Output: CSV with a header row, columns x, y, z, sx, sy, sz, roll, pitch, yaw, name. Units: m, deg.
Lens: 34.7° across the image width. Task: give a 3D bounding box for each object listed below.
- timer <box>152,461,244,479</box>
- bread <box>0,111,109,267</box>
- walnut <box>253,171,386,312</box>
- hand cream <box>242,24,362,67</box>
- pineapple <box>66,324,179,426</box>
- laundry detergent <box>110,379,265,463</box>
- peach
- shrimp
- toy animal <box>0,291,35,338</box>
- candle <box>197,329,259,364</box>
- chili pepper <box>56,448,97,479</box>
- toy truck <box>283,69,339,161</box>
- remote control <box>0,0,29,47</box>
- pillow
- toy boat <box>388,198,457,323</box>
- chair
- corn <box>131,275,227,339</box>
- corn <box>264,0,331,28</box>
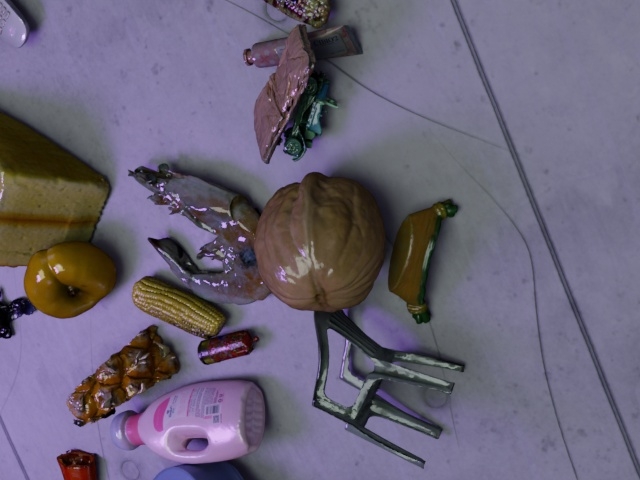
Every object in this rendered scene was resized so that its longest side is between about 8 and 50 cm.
x,y,z,sx,sy,sz,roll,pitch,yaw,name
-0.250,0.654,2.007,0.395,0.173,0.394,-2,87,40,timer
-0.626,-0.138,2.081,0.361,0.245,0.233,52,126,38,bread
0.000,0.000,1.717,0.225,0.261,0.225,2,133,2,walnut
-0.035,-0.325,1.746,0.210,0.043,0.067,-4,140,27,hand cream
-0.401,0.277,2.047,0.236,0.186,0.114,-32,85,-14,pineapple
-0.267,0.364,2.023,0.335,0.088,0.159,-13,63,29,laundry detergent
-0.492,0.074,2.016,0.179,0.179,0.103,-55,40,27,peach
-0.229,-0.014,1.920,0.360,0.085,0.247,38,124,7,shrimp
-0.692,0.158,2.205,0.220,0.062,0.107,-5,85,28,toy animal
-0.171,0.203,1.965,0.131,0.052,0.052,-16,98,29,candle
-0.526,0.545,2.233,0.088,0.065,0.168,11,113,24,chili pepper
-0.014,-0.214,1.761,0.078,0.080,0.154,13,113,-7,toy truck
-0.634,-0.466,1.994,0.229,0.044,0.073,49,129,15,remote control
-0.064,-0.244,1.717,0.232,0.043,0.126,120,148,-42,pillow
0.170,0.035,1.745,0.088,0.089,0.229,6,112,-17,toy boat
0.096,0.233,1.770,0.275,0.203,0.190,20,102,10,chair
-0.276,0.130,1.983,0.203,0.072,0.072,23,114,17,corn
-0.083,-0.441,1.712,0.253,0.086,0.086,35,117,10,corn
